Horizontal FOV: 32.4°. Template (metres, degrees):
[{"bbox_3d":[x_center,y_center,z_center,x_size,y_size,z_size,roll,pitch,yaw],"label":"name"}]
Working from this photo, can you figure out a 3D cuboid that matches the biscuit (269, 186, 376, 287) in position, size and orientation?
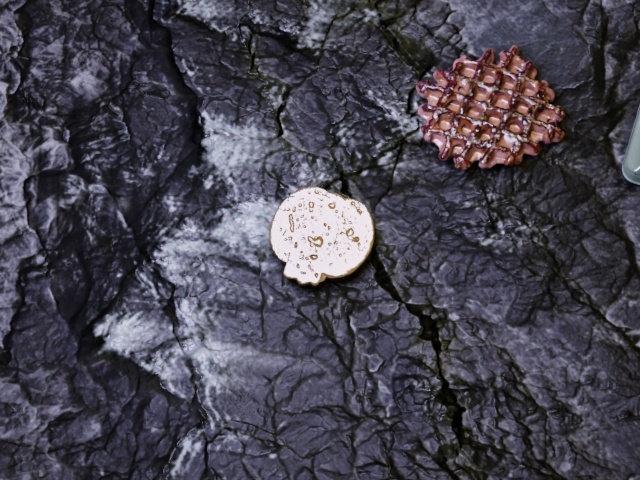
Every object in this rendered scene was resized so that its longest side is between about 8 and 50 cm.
[{"bbox_3d":[0.001,0.001,1.747,0.170,0.050,0.170,-2,77,6],"label":"biscuit"}]

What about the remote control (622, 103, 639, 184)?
[{"bbox_3d":[0.588,-0.235,1.780,0.128,0.065,0.335,18,72,8],"label":"remote control"}]

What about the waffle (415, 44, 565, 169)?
[{"bbox_3d":[0.273,-0.212,1.804,0.234,0.055,0.221,-22,67,-9],"label":"waffle"}]
